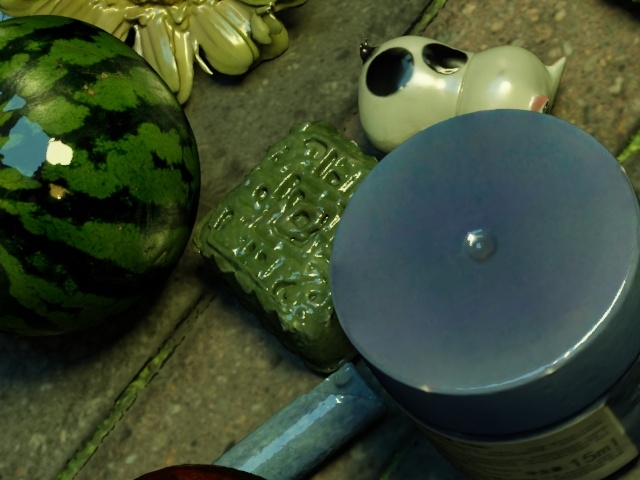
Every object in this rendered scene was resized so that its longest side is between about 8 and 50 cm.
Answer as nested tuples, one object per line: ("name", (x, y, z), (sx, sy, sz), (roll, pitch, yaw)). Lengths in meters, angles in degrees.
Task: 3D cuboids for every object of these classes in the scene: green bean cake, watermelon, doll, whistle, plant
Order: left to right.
("watermelon", (-0.245, -0.056, 1.661), (0.285, 0.285, 0.285), (-8, 59, 13))
("plant", (-0.150, -0.304, 1.789), (0.305, 0.261, 0.297), (10, 64, 10))
("whistle", (-0.079, 0.212, 1.587), (0.304, 0.062, 0.062), (-37, 57, -6))
("green bean cake", (0.000, 0.000, 1.664), (0.173, 0.094, 0.181), (-43, 57, -8))
("doll", (0.123, -0.126, 1.693), (0.180, 0.107, 0.110), (9, 43, 15))

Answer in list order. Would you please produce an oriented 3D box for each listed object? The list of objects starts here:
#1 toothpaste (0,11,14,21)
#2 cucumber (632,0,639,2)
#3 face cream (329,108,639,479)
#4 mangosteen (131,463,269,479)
("toothpaste", (-0.317, -0.228, 1.925), (0.234, 0.057, 0.089), (2, 64, 11))
("cucumber", (0.319, -0.256, 1.679), (0.134, 0.134, 0.244), (-37, 52, -5))
("face cream", (0.156, 0.054, 1.507), (0.249, 0.225, 0.249), (-9, 59, 16))
("mangosteen", (-0.106, 0.300, 1.427), (0.235, 0.235, 0.261), (24, 38, 28))
